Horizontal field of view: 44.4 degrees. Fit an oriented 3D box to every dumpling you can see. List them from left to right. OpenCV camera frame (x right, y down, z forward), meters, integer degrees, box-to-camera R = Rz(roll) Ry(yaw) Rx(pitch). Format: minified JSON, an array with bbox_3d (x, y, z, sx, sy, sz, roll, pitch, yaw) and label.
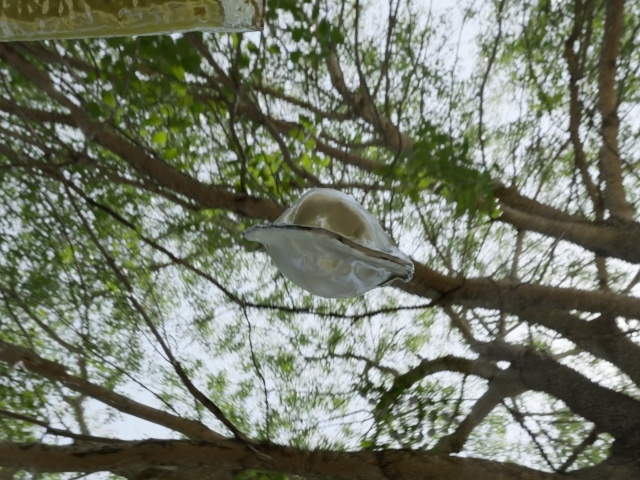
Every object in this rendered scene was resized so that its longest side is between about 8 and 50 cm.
[{"bbox_3d":[0.000,0.000,0.995,0.247,0.172,0.142,8,-95,38],"label":"dumpling"}]

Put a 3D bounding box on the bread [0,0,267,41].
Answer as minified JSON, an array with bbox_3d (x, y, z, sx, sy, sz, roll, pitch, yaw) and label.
[{"bbox_3d":[-0.214,-0.192,0.491,0.361,0.077,0.138,2,-74,19],"label":"bread"}]
